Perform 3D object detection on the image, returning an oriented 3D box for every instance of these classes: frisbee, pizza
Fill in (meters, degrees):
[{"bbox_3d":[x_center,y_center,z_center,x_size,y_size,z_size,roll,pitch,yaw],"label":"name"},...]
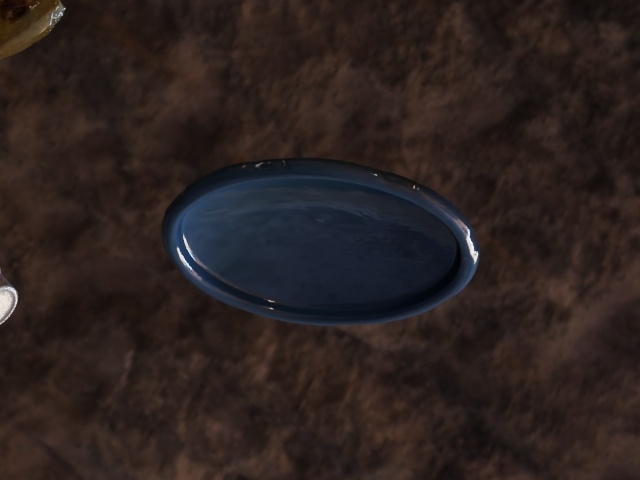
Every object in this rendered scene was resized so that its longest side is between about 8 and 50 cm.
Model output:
[{"bbox_3d":[0.000,-0.005,1.212,0.289,0.049,0.289,4,-30,2],"label":"frisbee"},{"bbox_3d":[-0.297,-0.204,1.088,0.175,0.134,0.046,-15,-15,7],"label":"pizza"}]

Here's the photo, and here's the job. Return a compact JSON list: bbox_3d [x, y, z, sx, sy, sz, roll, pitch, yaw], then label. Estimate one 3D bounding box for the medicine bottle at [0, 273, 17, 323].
[{"bbox_3d":[-0.274,0.026,1.025,0.089,0.052,0.052,42,-30,28],"label":"medicine bottle"}]
